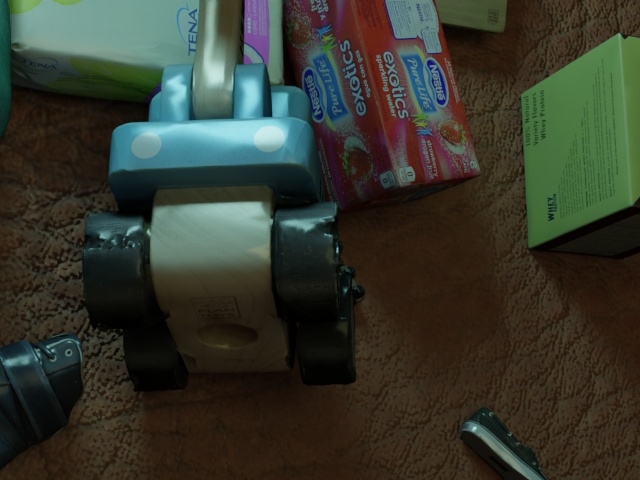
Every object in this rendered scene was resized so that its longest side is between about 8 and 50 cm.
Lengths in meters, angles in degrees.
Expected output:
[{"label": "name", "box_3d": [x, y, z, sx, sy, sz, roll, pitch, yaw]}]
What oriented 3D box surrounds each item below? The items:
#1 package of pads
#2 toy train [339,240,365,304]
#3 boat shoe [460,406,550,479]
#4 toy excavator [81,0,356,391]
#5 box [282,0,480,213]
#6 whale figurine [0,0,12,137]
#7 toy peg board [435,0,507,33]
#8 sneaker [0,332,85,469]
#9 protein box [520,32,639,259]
[{"label": "package of pads", "box_3d": [-0.184, -0.254, 1.381, 0.296, 0.101, 0.229, 6, 72, -23]}, {"label": "toy train", "box_3d": [0.000, 0.000, 1.438, 0.036, 0.027, 0.158, -25, 88, -17]}, {"label": "boat shoe", "box_3d": [0.216, 0.240, 1.459, 0.142, 0.049, 0.040, 44, 62, -6]}, {"label": "toy excavator", "box_3d": [-0.094, -0.128, 1.238, 0.222, 0.433, 0.445, -3, 61, 4]}, {"label": "box", "box_3d": [0.061, -0.169, 1.439, 0.128, 0.122, 0.257, -11, 84, -39]}, {"label": "whale figurine", "box_3d": [-0.335, -0.184, 1.232, 0.141, 0.216, 0.272, 26, 83, -23]}, {"label": "toy peg board", "box_3d": [0.137, -0.331, 1.574, 0.161, 0.079, 0.161, 5, 89, -23]}, {"label": "sneaker", "box_3d": [-0.315, 0.096, 1.224, 0.163, 0.086, 0.226, -30, 99, -17]}, {"label": "protein box", "box_3d": [0.343, -0.100, 1.523, 0.136, 0.201, 0.200, 6, 74, -23]}]
